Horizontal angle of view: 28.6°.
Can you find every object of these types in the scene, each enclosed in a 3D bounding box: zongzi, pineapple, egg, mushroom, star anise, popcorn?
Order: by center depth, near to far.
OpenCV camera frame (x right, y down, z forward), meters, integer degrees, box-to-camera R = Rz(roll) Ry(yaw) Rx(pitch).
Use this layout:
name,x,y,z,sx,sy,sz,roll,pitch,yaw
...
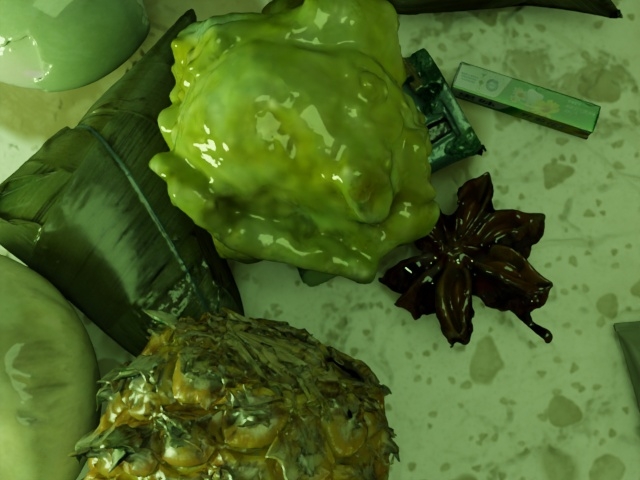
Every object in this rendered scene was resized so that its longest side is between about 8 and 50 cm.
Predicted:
name,x,y,z,sx,sy,sz,roll,pitch,yaw
pineapple,-0.089,0.237,1.258,0.352,0.352,0.300,18,106,2
popcorn,-0.016,-0.102,1.343,0.312,0.312,0.312,0,83,0
mushroom,-0.388,0.140,1.348,0.315,0.356,0.315,-2,43,2
star anise,0.162,0.028,1.447,0.190,0.126,0.220,2,60,1
egg,-0.311,-0.263,1.451,0.217,0.183,0.183,-18,84,-2
zongzi,-0.159,-0.053,1.457,0.323,0.160,0.360,42,72,-7
zongzi,0.202,-0.296,1.491,0.221,0.112,0.242,-37,86,-6

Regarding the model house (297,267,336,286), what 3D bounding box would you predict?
name,x,y,z,sx,sy,sz,roll,pitch,yaw
model house,0.000,0.000,1.489,0.078,0.066,0.083,-28,66,8

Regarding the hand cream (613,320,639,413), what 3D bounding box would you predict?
name,x,y,z,sx,sy,sz,roll,pitch,yaw
hand cream,0.401,0.182,1.469,0.087,0.054,0.186,-7,77,-5

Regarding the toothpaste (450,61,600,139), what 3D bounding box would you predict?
name,x,y,z,sx,sy,sz,roll,pitch,yaw
toothpaste,0.245,-0.168,1.510,0.178,0.043,0.037,18,86,2

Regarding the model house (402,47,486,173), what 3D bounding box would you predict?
name,x,y,z,sx,sy,sz,roll,pitch,yaw
model house,0.096,-0.127,1.476,0.148,0.119,0.148,-31,85,4
